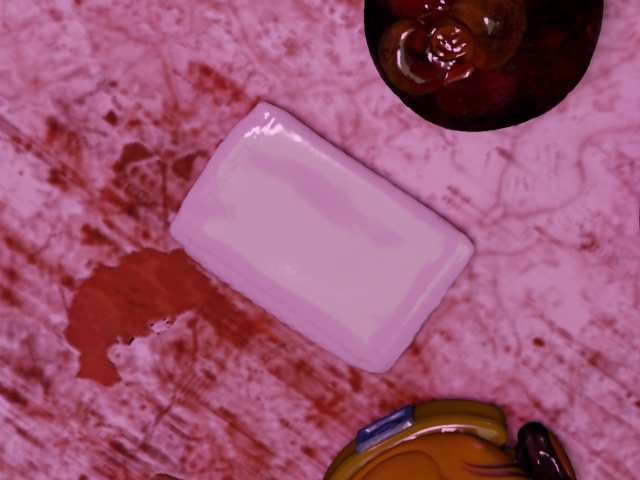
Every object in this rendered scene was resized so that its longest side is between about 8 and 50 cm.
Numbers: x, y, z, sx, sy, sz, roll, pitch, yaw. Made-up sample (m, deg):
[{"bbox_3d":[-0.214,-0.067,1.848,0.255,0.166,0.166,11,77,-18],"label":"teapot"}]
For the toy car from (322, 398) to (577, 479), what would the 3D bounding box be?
[{"bbox_3d":[0.102,0.237,1.139,0.200,0.142,0.248,-32,104,11],"label":"toy car"}]

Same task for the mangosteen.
[{"bbox_3d":[0.097,-0.135,1.023,0.153,0.152,0.152,1,107,3],"label":"mangosteen"}]

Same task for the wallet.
[{"bbox_3d":[0.000,0.000,1.131,0.183,0.032,0.124,33,106,-5],"label":"wallet"}]
